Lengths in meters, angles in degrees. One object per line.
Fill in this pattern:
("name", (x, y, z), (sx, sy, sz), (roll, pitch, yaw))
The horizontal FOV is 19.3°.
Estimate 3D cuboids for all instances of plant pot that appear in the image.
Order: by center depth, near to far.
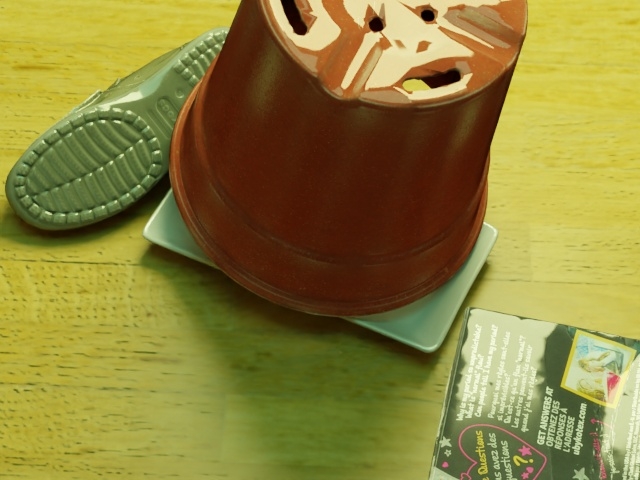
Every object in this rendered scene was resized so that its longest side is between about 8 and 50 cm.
("plant pot", (0.030, -0.118, 1.456), (0.272, 0.265, 0.272), (4, 62, -8))

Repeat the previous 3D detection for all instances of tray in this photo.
("tray", (0.000, 0.000, 1.582), (0.270, 0.030, 0.145), (22, 54, 14))

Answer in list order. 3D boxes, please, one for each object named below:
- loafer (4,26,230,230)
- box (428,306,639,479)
("loafer", (-0.162, -0.093, 1.625), (0.251, 0.087, 0.094), (-34, 102, -16))
("box", (0.142, 0.190, 1.305), (0.142, 0.247, 0.163), (10, 53, 8))
